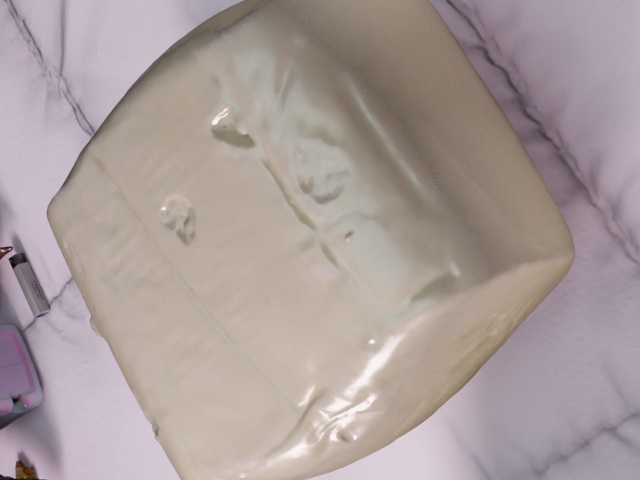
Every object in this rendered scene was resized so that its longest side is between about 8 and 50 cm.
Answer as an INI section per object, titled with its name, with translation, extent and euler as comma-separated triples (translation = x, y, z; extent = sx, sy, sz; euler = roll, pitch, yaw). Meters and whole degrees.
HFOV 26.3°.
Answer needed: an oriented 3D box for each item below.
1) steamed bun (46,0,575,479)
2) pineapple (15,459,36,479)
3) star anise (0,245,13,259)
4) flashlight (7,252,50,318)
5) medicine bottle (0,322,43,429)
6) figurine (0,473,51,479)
[steamed bun]
translation = 0.000, 0.000, 1.223
extent = 0.456, 0.290, 0.371
euler = -36, 81, 40
[pineapple]
translation = -0.374, 0.326, 1.756
extent = 0.045, 0.019, 0.083
euler = 5, 98, 41
[star anise]
translation = -0.468, 0.003, 1.685
extent = 0.346, 0.148, 0.237
euler = -13, 91, 56
[flashlight]
translation = -0.360, 0.055, 1.694
extent = 0.018, 0.018, 0.083
euler = -37, 75, 39
[medicine bottle]
translation = -0.448, 0.193, 1.742
extent = 0.188, 0.094, 0.119
euler = -32, 76, 38
[figurine]
translation = -0.514, 0.343, 1.728
extent = 0.382, 0.261, 0.186
euler = 2, 72, 28
